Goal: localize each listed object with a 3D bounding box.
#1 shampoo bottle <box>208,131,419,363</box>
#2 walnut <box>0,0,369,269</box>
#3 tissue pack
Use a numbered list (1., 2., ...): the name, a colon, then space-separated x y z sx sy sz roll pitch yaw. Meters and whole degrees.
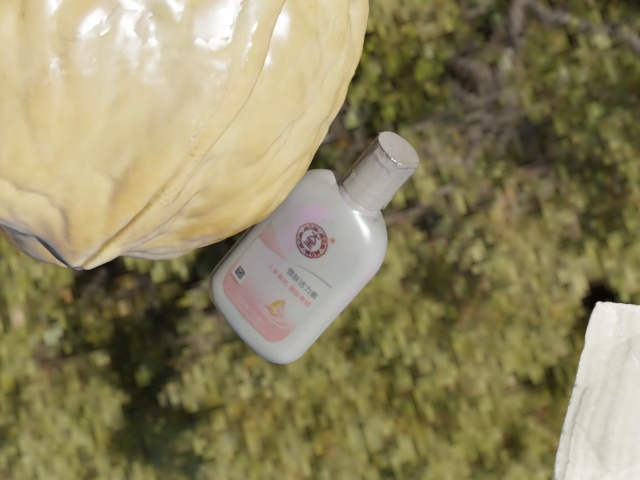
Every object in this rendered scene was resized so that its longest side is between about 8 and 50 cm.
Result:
1. shampoo bottle: 0.000 0.000 1.218 0.165 0.080 0.040 -49 166 30
2. walnut: -0.111 -0.134 1.144 0.252 0.313 0.277 8 166 24
3. tissue pack: 0.197 0.208 1.378 0.071 0.170 0.325 9 139 11
